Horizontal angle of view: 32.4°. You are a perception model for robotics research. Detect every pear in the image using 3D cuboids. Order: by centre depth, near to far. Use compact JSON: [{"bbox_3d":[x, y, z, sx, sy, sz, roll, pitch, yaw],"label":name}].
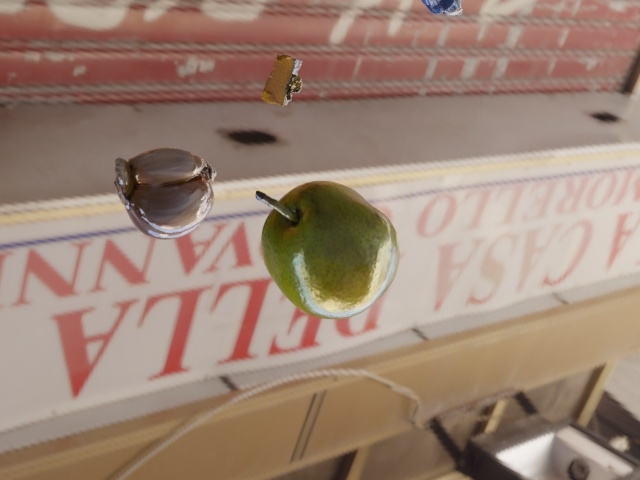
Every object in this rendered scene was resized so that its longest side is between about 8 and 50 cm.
[{"bbox_3d":[0.000,0.000,1.366,0.216,0.166,0.180,44,-165,-43],"label":"pear"}]

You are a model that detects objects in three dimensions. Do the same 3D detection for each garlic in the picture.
[{"bbox_3d":[-0.286,-0.077,2.013,0.191,0.160,0.214,-1,167,-16],"label":"garlic"}]

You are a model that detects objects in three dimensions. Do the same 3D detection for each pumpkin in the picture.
[{"bbox_3d":[-0.052,-0.235,1.618,0.053,0.074,0.083,21,-171,2],"label":"pumpkin"}]

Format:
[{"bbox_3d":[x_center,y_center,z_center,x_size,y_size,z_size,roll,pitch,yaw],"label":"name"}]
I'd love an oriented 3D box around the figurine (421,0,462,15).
[{"bbox_3d":[0.248,-0.495,2.217,0.077,0.080,0.136,6,-169,26],"label":"figurine"}]
